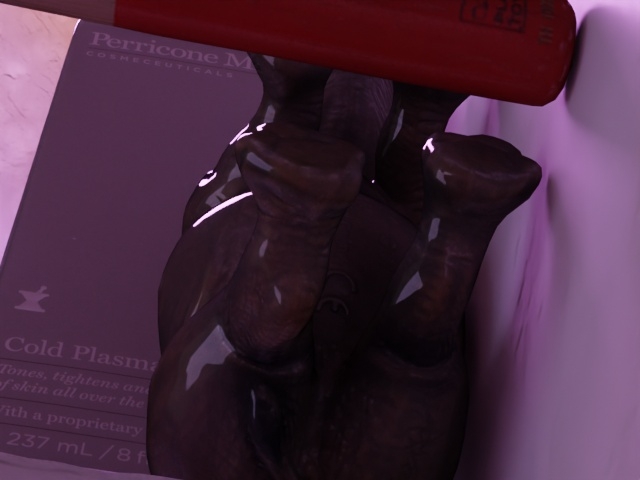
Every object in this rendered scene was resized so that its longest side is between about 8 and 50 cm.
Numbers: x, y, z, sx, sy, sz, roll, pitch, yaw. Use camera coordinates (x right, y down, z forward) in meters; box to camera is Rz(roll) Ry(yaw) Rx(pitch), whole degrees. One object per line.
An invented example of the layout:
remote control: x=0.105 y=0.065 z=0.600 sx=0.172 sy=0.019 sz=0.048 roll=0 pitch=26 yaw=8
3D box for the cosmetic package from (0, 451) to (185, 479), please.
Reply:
cosmetic package: x=-0.057 y=0.186 z=0.346 sx=0.225 sy=0.138 sz=0.224 roll=105 pitch=174 yaw=-61

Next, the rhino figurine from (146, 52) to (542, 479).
rhino figurine: x=0.000 y=0.000 z=0.446 sx=0.243 sy=0.073 sz=0.106 roll=-89 pitch=13 yaw=-72

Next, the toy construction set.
toy construction set: x=-0.043 y=-0.197 z=0.358 sx=0.257 sy=0.237 sz=0.309 roll=119 pitch=160 yaw=-76

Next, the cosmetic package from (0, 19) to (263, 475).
cosmetic package: x=-0.043 y=0.033 z=0.585 sx=0.238 sy=0.127 sz=0.107 roll=-88 pitch=9 yaw=-50
